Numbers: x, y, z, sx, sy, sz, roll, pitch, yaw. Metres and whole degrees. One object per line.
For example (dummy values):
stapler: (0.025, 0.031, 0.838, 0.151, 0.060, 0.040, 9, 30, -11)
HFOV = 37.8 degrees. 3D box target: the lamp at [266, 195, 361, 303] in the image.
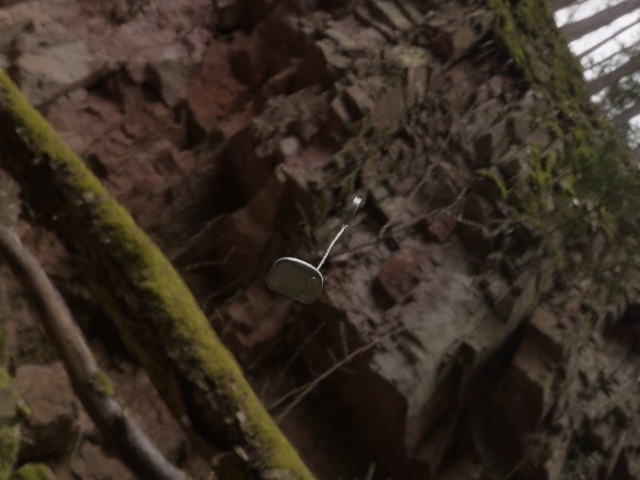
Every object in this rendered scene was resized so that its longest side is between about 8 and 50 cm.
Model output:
lamp: (0.000, 0.000, 1.051, 0.056, 0.198, 0.050, 26, -57, 4)
